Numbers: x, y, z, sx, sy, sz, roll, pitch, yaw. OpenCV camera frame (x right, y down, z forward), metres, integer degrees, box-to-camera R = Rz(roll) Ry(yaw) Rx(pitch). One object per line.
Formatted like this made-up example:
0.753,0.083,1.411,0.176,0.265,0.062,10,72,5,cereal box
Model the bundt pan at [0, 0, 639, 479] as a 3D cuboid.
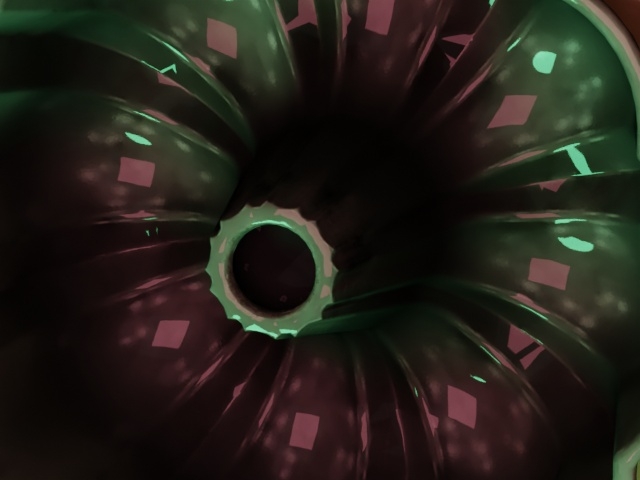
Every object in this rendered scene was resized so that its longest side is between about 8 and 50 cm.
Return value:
0.000,0.000,0.785,0.331,0.124,0.331,4,102,18,bundt pan
